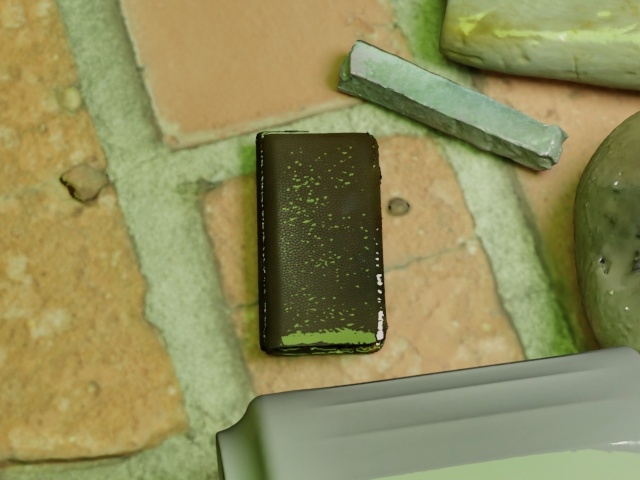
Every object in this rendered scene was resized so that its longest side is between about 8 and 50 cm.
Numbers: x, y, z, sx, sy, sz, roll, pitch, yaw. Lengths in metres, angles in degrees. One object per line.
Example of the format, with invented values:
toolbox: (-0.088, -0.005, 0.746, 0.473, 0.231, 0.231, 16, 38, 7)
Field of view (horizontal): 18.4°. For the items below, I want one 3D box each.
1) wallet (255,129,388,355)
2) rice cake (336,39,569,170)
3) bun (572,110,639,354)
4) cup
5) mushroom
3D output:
wallet: (0.000, 0.000, 1.688, 0.110, 0.031, 0.198, -1, 69, -3)
rice cake: (0.114, -0.115, 1.735, 0.211, 0.034, 0.043, 24, 62, 8)
bun: (0.338, 0.001, 1.629, 0.273, 0.168, 0.272, -2, 66, 5)
cup: (0.100, 0.234, 1.462, 0.327, 0.236, 0.323, -8, 25, -6)
mushroom: (0.260, -0.180, 1.740, 0.312, 0.081, 0.100, 10, 63, 4)
